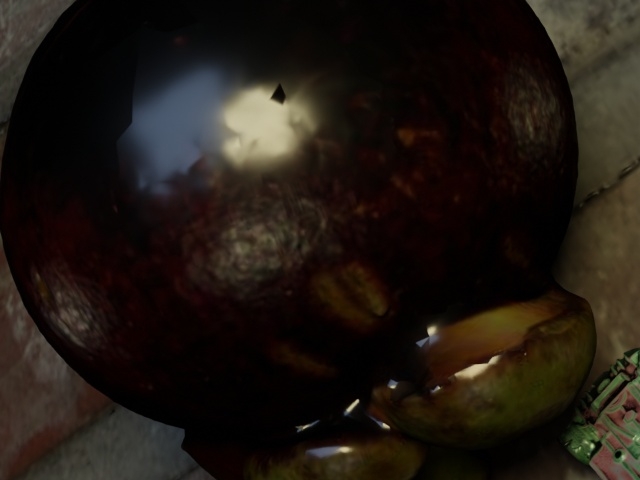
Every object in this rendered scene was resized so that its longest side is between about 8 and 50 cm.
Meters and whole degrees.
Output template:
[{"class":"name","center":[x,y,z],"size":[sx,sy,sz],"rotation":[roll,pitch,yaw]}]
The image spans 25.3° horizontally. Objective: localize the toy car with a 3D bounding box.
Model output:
[{"class":"toy car","center":[0.170,0.105,0.676],"size":[0.069,0.055,0.142],"rotation":[-48,32,8]}]

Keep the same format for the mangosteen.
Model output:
[{"class":"mangosteen","center":[0.000,0.000,0.732],"size":[0.307,0.307,0.347],"rotation":[-29,80,26]}]
